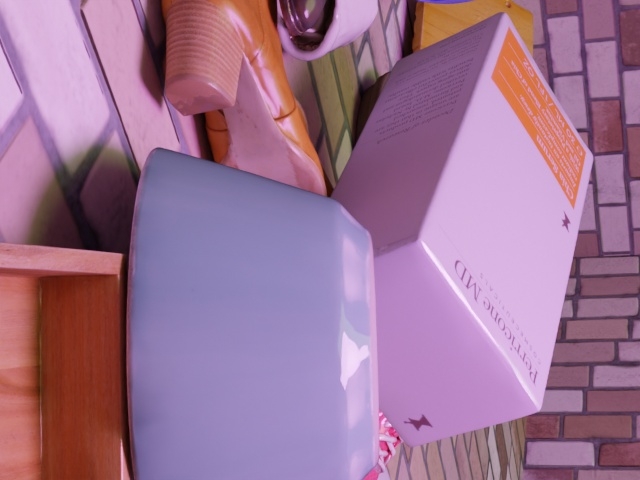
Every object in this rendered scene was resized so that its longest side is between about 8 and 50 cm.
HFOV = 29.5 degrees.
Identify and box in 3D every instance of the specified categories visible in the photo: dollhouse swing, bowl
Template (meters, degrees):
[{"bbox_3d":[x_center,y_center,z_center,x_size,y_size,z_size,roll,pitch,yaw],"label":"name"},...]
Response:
[{"bbox_3d":[0.214,-0.237,2.170,0.315,0.305,0.346,23,56,-26],"label":"dollhouse swing"},{"bbox_3d":[-0.040,0.083,0.915,0.311,0.163,0.311,-2,90,-90],"label":"bowl"}]

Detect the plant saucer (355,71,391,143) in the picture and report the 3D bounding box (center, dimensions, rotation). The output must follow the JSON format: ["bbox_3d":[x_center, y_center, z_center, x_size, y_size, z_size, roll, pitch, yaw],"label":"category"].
[{"bbox_3d":[0.098,-0.107,1.777,0.278,0.041,0.278,-3,90,-74],"label":"plant saucer"}]

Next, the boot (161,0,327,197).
[{"bbox_3d":[-0.056,-0.168,1.127,0.295,0.104,0.211,52,39,-57],"label":"boot"}]

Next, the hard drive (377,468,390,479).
[{"bbox_3d":[0.067,0.404,1.588,0.307,0.040,0.203,71,23,-45],"label":"hard drive"}]

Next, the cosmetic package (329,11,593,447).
[{"bbox_3d":[0.149,-0.029,1.303,0.230,0.161,0.453,53,36,-23],"label":"cosmetic package"}]

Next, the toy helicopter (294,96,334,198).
[{"bbox_3d":[0.000,0.000,1.329,0.355,0.140,0.235,63,36,-34],"label":"toy helicopter"}]

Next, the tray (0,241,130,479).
[{"bbox_3d":[-0.213,0.100,0.594,0.411,0.076,0.202,10,78,-73],"label":"tray"}]

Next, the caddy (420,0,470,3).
[{"bbox_3d":[0.181,-0.482,1.770,0.341,0.241,0.179,59,26,-58],"label":"caddy"}]

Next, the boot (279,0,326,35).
[{"bbox_3d":[0.029,-0.284,1.121,0.082,0.106,0.219,56,41,-53],"label":"boot"}]

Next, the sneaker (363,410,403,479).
[{"bbox_3d":[0.070,0.199,1.453,0.116,0.136,0.314,62,30,-55],"label":"sneaker"}]

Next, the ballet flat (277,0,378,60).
[{"bbox_3d":[-0.026,-0.360,1.253,0.139,0.139,0.400,-74,157,-48],"label":"ballet flat"}]
